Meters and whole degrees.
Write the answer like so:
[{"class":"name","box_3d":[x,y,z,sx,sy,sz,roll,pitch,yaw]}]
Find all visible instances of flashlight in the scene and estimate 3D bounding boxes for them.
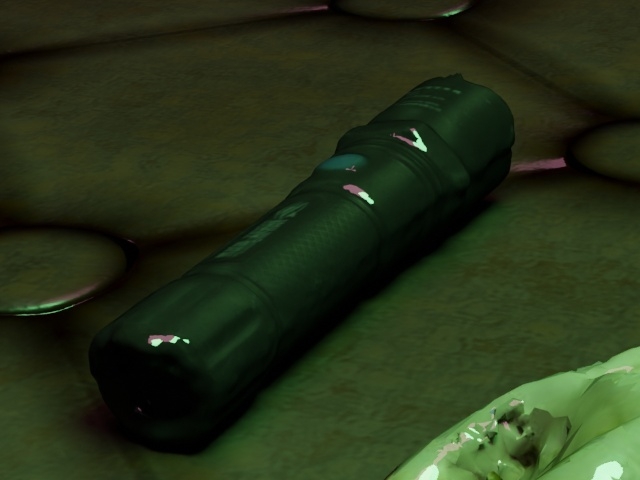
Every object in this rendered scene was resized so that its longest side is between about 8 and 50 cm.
[{"class":"flashlight","box_3d":[0.000,0.000,1.088,0.103,0.103,0.424,11,27,28]}]

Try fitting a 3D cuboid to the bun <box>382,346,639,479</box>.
[{"class":"bun","box_3d":[0.091,0.143,0.505,0.281,0.205,0.281,-35,-5,-3]}]
